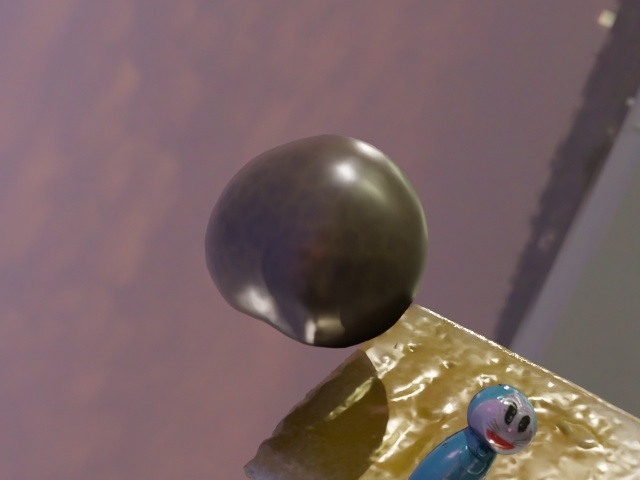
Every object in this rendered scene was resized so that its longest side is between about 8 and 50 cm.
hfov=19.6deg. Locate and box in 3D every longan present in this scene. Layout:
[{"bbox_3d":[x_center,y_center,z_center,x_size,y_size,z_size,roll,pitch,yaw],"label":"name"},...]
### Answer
[{"bbox_3d":[0.000,0.000,1.703,0.198,0.212,0.198,-7,-82,-55],"label":"longan"}]

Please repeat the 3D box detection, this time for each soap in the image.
[{"bbox_3d":[0.133,0.239,1.734,0.293,0.335,0.156,-35,-38,-39],"label":"soap"}]

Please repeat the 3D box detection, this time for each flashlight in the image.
[{"bbox_3d":[0.095,0.152,1.260,0.129,0.051,0.051,-48,-4,10],"label":"flashlight"}]
